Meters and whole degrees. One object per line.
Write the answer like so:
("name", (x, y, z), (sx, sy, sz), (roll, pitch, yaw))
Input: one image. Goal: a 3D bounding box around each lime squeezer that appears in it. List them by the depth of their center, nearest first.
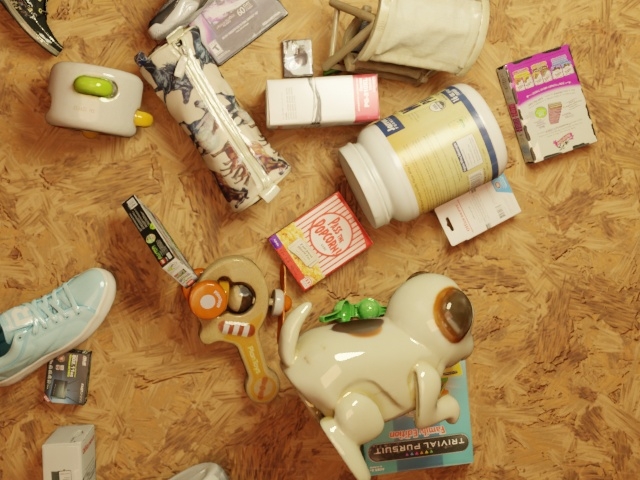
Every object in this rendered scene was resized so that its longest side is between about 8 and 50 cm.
("lime squeezer", (0.101, 0.157, 1.892), (0.310, 0.110, 0.059), (0, 75, -35))

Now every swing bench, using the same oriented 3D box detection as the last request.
("swing bench", (0.173, -0.426, 1.739), (0.253, 0.254, 0.165), (4, 94, -25))

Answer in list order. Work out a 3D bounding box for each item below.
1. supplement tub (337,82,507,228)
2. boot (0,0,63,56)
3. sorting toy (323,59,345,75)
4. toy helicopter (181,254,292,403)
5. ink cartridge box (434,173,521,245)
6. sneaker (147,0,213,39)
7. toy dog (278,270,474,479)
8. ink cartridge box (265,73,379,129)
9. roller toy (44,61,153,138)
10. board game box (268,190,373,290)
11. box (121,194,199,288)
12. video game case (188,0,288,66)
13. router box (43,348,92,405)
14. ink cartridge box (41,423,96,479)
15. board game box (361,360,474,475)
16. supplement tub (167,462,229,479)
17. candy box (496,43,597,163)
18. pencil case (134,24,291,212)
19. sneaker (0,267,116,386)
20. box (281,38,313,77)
("supplement tub", (0.218, -0.179, 1.808), (0.316, 0.228, 0.228), (-26, 96, -3))
("boot", (-0.590, -0.535, 1.787), (0.178, 0.085, 0.236), (-39, 96, -3))
("sorting toy", (0.043, -0.401, 1.862), (0.102, 0.061, 0.042), (-22, 96, -26))
("toy helicopter", (-0.155, 0.199, 1.875), (0.235, 0.140, 0.355), (-20, 106, -12))
("ink cartridge box", (0.353, -0.072, 1.911), (0.180, 0.060, 0.104), (-27, 97, -3))
("sneaker", (-0.300, -0.560, 1.780), (0.153, 0.101, 0.268), (45, 84, -6))
("toy dog", (0.138, 0.231, 1.741), (0.408, 0.284, 0.395), (-34, 100, -8))
("ink cartridge box", (-0.002, -0.298, 1.808), (0.237, 0.172, 0.100), (-4, 94, -4))
("roller toy", (-0.478, -0.288, 1.762), (0.191, 0.209, 0.146), (11, 94, 30))
("board game box", (0.000, 0.000, 1.893), (0.193, 0.045, 0.147), (-35, 96, -2))
("box", (-0.343, 0.002, 1.780), (0.036, 0.114, 0.207), (-38, 57, -2))
("video game case", (-0.231, -0.556, 1.846), (0.196, 0.026, 0.274), (-37, 97, -1))
("router box", (-0.567, 0.305, 1.871), (0.092, 0.038, 0.122), (6, 94, -6))
("ink cartridge box", (-0.550, 0.526, 1.833), (0.086, 0.153, 0.208), (-1, 93, -4))
("board game box", (0.210, 0.355, 1.921), (0.253, 0.079, 0.336), (-6, 94, -4))
("supplement tub", (-0.238, 0.685, 1.843), (0.207, 0.207, 0.338), (-27, 96, -2))
("candy box", (0.516, -0.310, 1.903), (0.159, 0.071, 0.233), (-18, 95, -4))
("pencil case", (-0.223, -0.257, 1.789), (0.160, 0.183, 0.410), (-34, 97, -2))
("sneaker", (-0.607, 0.182, 1.786), (0.366, 0.150, 0.135), (-41, 67, -1))
("box", (-0.052, -0.410, 1.873), (0.067, 0.018, 0.083), (-3, 95, -5))
